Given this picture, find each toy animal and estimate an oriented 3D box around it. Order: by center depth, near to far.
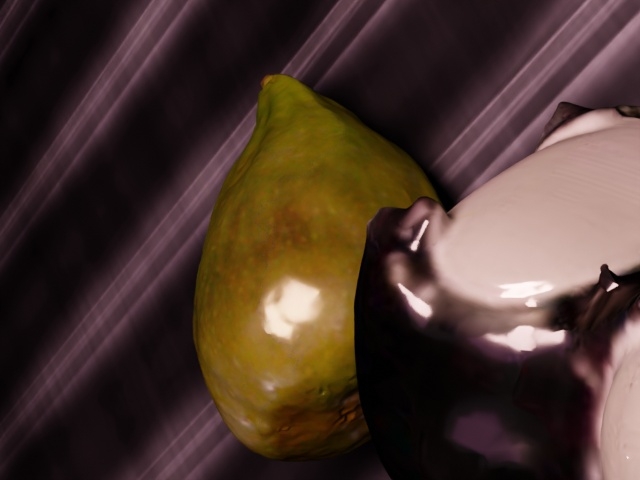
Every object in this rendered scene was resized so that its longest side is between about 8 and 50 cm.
[{"bbox_3d":[0.192,0.065,0.674,0.310,0.251,0.250,20,106,46],"label":"toy animal"}]

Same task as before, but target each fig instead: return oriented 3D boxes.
[{"bbox_3d":[0.011,0.013,0.937,0.167,0.167,0.233,-24,37,45],"label":"fig"}]
